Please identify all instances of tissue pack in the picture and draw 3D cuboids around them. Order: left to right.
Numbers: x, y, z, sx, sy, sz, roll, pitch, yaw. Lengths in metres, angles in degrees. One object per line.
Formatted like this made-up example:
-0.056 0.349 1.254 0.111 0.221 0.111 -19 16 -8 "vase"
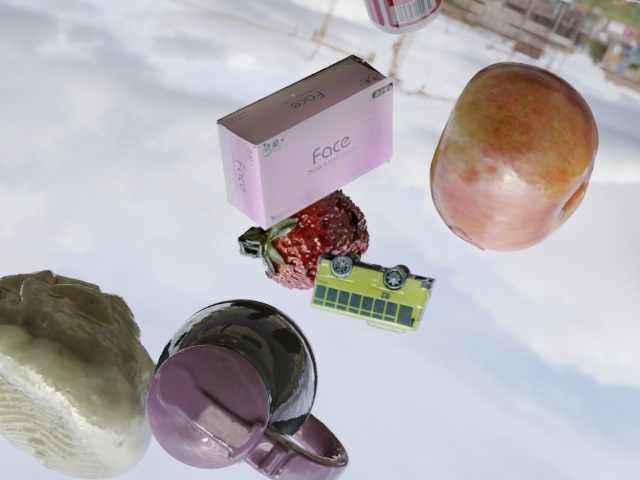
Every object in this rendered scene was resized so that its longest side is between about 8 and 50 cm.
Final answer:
-0.014 -0.138 1.288 0.246 0.148 0.092 -32 -132 -28 "tissue pack"

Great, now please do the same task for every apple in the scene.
0.212 -0.086 1.009 0.164 0.209 0.209 25 -160 14 "apple"

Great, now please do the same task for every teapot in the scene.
-0.059 0.117 0.636 0.146 0.116 0.148 -13 -100 -83 "teapot"

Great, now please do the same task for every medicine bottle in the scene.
0.115 -0.459 1.476 0.131 0.250 0.131 -10 -131 12 "medicine bottle"

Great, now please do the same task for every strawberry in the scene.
0.000 0.000 1.498 0.106 0.188 0.286 35 -152 33 "strawberry"

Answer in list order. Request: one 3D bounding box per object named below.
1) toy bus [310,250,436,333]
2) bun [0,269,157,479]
0.080 0.078 1.395 0.175 0.101 0.088 13 -176 12 "toy bus"
-0.231 0.109 0.825 0.231 0.231 0.133 28 -124 18 "bun"
